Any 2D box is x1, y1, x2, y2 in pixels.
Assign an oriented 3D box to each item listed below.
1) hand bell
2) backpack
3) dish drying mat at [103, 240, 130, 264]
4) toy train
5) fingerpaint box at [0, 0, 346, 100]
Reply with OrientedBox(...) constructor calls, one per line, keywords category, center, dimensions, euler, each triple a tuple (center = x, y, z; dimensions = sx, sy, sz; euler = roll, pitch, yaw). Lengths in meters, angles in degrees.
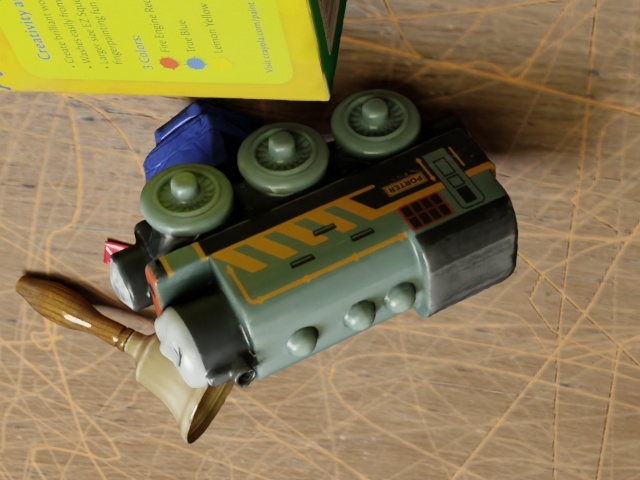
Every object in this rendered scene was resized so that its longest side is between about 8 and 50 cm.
OrientedBox(category="hand bell", center=(-0.207, 0.097, 1.407), dimensions=(0.242, 0.126, 0.126), euler=(28, 131, 10))
OrientedBox(category="backpack", center=(-0.084, -0.066, 1.226), dimensions=(0.098, 0.101, 0.120), euler=(-27, 149, 35))
OrientedBox(category="dish drying mat", center=(-0.179, 0.023, 1.380), dimensions=(0.083, 0.008, 0.032), euler=(16, 129, 3))
OrientedBox(category="toy train", center=(0.000, 0.000, 1.118), dimensions=(0.334, 0.190, 0.142), euler=(-23, 141, -16))
OrientedBox(category="fingerpaint box", center=(-0.190, -0.293, 0.936), dimensions=(0.371, 0.163, 0.445), euler=(2, 150, 11))
